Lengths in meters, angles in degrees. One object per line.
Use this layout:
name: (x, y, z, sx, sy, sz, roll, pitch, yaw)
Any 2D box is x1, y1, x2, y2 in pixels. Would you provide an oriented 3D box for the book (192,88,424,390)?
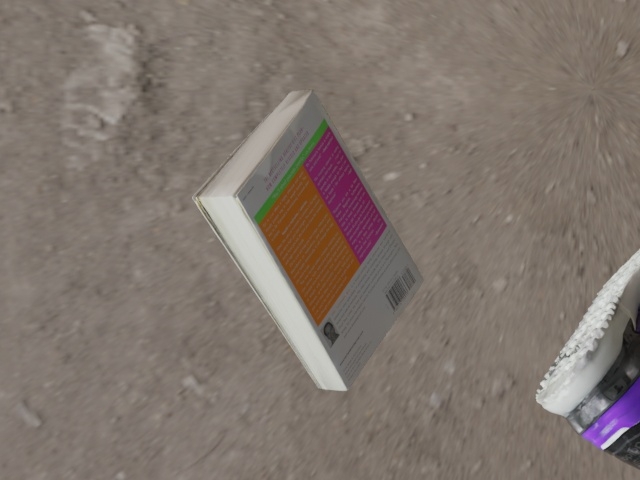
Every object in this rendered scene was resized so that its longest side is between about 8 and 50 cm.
book: (0.000, 0.000, 0.979, 0.035, 0.096, 0.144, -1, 130, 43)

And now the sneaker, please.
sneaker: (0.287, 0.087, 1.388, 0.146, 0.293, 0.102, 40, 135, 3)
